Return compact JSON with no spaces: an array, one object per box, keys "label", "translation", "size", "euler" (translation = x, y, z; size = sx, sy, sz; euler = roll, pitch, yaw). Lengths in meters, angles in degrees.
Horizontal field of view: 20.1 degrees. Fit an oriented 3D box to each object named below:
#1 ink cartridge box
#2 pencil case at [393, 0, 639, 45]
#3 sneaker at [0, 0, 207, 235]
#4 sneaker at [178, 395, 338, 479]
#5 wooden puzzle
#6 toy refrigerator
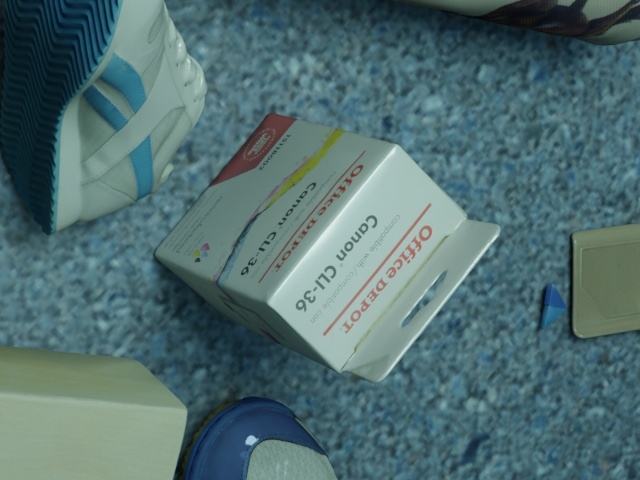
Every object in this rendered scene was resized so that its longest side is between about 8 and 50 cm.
[{"label":"ink cartridge box","translation":[0.000,0.000,1.008],"size":[0.067,0.198,0.115],"euler":[44,78,-28]},{"label":"pencil case","translation":[0.027,-0.228,1.001],"size":[0.410,0.160,0.183],"euler":[7,96,-29]},{"label":"sneaker","translation":[-0.109,-0.099,0.950],"size":[0.092,0.087,0.228],"euler":[-21,154,-28]},{"label":"sneaker","translation":[0.001,0.238,1.094],"size":[0.112,0.131,0.296],"euler":[-20,107,-22]},{"label":"wooden puzzle","translation":[0.198,0.027,1.227],"size":[0.116,0.014,0.078],"euler":[1,95,-29]},{"label":"toy refrigerator","translation":[-0.219,0.111,0.975],"size":[0.270,0.094,0.102],"euler":[7,103,-28]}]
